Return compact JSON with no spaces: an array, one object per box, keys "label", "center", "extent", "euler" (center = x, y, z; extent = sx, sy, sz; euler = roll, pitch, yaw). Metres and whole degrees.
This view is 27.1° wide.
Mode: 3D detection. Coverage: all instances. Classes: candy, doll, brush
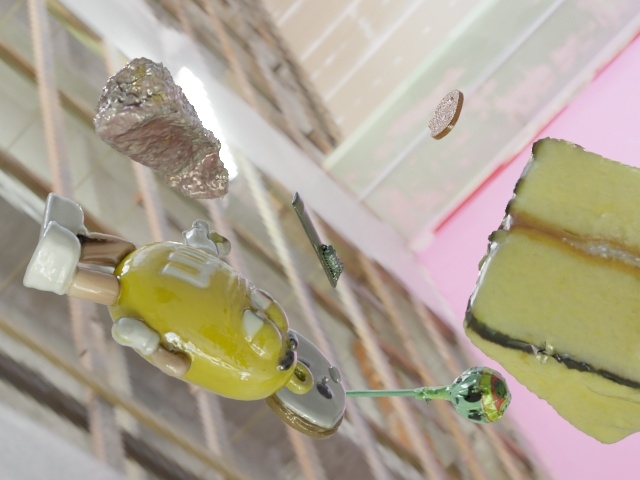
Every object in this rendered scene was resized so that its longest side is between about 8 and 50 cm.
[{"label":"candy","center":[0.162,0.257,2.181],"extent":[0.083,0.305,0.091],"euler":[57,-144,-49]},{"label":"doll","center":[-0.225,0.069,1.865],"extent":[0.423,0.161,0.348],"euler":[10,-142,-37]},{"label":"brush","center":[0.000,0.000,2.106],"extent":[0.034,0.027,0.190],"euler":[-76,-31,-45]}]

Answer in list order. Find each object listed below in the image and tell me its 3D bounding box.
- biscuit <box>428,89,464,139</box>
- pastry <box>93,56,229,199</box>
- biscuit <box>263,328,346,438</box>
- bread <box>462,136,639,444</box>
[{"label":"biscuit","center":[0.196,-0.194,2.079],"extent":[0.015,0.078,0.091],"euler":[31,-125,-19]},{"label":"pastry","center":[-0.190,-0.135,1.568],"extent":[0.265,0.102,0.112],"euler":[55,-166,-66]},{"label":"biscuit","center":[-0.031,0.211,2.041],"extent":[0.181,0.049,0.208],"euler":[23,-152,-36]},{"label":"bread","center":[0.286,0.031,1.303],"extent":[0.236,0.198,0.263],"euler":[35,-125,-13]}]
